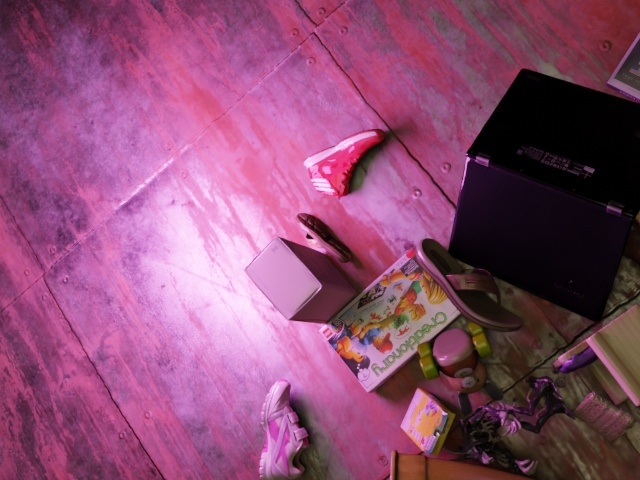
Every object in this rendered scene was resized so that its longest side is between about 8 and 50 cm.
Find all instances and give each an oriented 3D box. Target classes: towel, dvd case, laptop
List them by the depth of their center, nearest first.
[{"bbox_3d":[0.595,0.370,1.732,0.110,0.148,0.027,33,67,17],"label":"towel"},{"bbox_3d":[0.527,-0.109,1.814,0.382,0.236,0.408,26,72,28],"label":"laptop"},{"bbox_3d":[0.779,-0.408,1.823,0.179,0.029,0.239,34,94,20],"label":"dvd case"}]

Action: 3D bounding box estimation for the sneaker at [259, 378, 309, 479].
[{"bbox_3d":[-0.079,0.461,1.981,0.111,0.103,0.252,1,90,15],"label":"sneaker"}]

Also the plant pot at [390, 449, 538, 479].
[{"bbox_3d":[0.329,0.621,1.706,0.353,0.366,0.366,-2,82,7],"label":"plant pot"}]

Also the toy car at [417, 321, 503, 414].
[{"bbox_3d":[0.326,0.300,1.839,0.155,0.149,0.188,-25,104,10],"label":"toy car"}]

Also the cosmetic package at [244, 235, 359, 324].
[{"bbox_3d":[-0.035,0.098,1.892,0.113,0.309,0.160,-45,71,9],"label":"cosmetic package"}]

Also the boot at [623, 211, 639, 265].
[{"bbox_3d":[0.647,0.001,1.804,0.207,0.090,0.248,-7,84,32],"label":"boot"}]

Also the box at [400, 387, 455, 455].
[{"bbox_3d":[0.242,0.405,1.832,0.043,0.179,0.105,23,92,-12],"label":"box"}]

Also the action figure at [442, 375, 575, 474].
[{"bbox_3d":[0.403,0.408,1.759,0.275,0.164,0.141,-34,30,-5],"label":"action figure"}]

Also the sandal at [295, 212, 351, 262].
[{"bbox_3d":[0.000,0.000,2.029,0.180,0.072,0.049,43,119,15],"label":"sandal"}]

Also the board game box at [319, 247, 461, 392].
[{"bbox_3d":[0.170,0.190,1.945,0.305,0.053,0.193,-43,73,9],"label":"board game box"}]

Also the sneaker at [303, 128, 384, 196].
[{"bbox_3d":[0.076,-0.182,2.022,0.221,0.087,0.128,-23,84,28],"label":"sneaker"}]

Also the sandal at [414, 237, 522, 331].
[{"bbox_3d":[0.335,0.093,1.857,0.303,0.120,0.086,46,122,19],"label":"sandal"}]

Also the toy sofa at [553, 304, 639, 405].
[{"bbox_3d":[0.583,0.252,1.631,0.177,0.362,0.150,-36,73,5],"label":"toy sofa"}]
